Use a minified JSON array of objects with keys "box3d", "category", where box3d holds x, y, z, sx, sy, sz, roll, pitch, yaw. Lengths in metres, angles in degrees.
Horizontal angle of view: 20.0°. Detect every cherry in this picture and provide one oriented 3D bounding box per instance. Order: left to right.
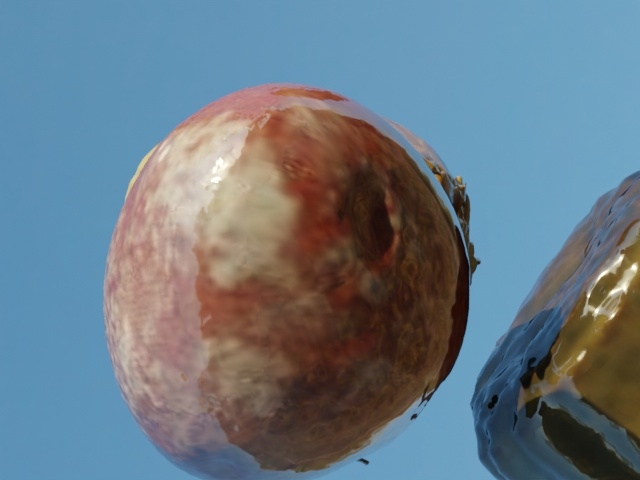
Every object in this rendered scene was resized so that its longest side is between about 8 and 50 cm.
[{"box3d":[-0.022,0.038,1.119,0.236,0.213,0.285,-61,-39,-43],"category":"cherry"}]

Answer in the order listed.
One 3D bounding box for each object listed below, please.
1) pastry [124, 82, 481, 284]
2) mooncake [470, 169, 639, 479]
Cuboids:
[{"box3d":[-0.006,-0.008,1.330,0.170,0.256,0.237,-42,-34,-59],"category":"pastry"},{"box3d":[0.237,0.087,1.396,0.161,0.290,0.290,36,-119,-2],"category":"mooncake"}]
